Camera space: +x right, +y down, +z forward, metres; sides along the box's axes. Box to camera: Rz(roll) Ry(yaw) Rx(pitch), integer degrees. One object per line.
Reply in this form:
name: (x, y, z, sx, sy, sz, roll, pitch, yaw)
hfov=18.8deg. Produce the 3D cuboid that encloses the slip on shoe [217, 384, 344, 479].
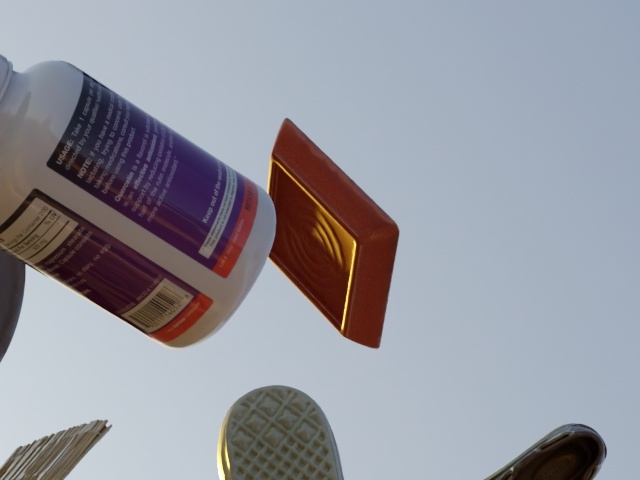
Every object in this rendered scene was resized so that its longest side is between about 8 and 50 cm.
slip on shoe: (-0.020, 0.277, 1.463, 0.101, 0.123, 0.331, 103, -20, -68)

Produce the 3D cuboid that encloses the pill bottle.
pill bottle: (-0.212, -0.045, 1.802, 0.323, 0.181, 0.181, 33, -25, -22)

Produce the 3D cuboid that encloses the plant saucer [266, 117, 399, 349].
plant saucer: (0.000, 0.000, 2.712, 0.258, 0.047, 0.259, 46, -32, 30)

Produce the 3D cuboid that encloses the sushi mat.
sushi mat: (-0.348, 0.297, 2.023, 0.151, 0.316, 0.019, -21, -71, 39)

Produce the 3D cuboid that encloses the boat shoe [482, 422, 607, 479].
boat shoe: (0.199, 0.286, 2.042, 0.095, 0.257, 0.095, 44, -10, 1)

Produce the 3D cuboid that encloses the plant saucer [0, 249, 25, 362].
plant saucer: (-0.404, 0.059, 2.137, 0.041, 0.278, 0.278, 9, -43, 24)
